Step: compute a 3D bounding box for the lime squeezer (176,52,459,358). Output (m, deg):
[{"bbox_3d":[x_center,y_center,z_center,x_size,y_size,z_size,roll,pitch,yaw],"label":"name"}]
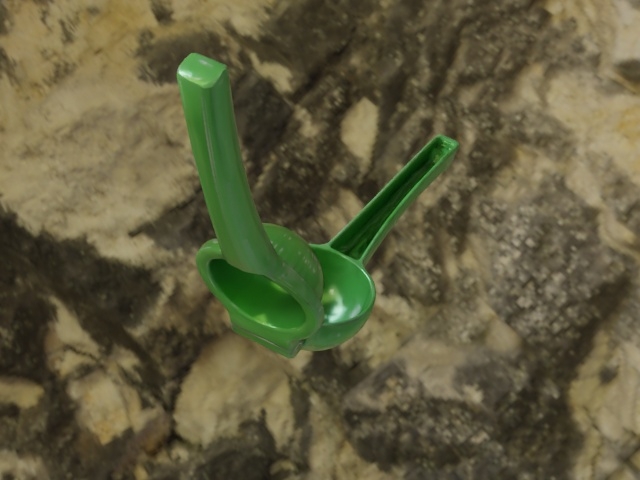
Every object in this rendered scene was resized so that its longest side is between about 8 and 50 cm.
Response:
[{"bbox_3d":[0.000,0.000,0.498,0.110,0.059,0.310,-51,-16,12],"label":"lime squeezer"}]
